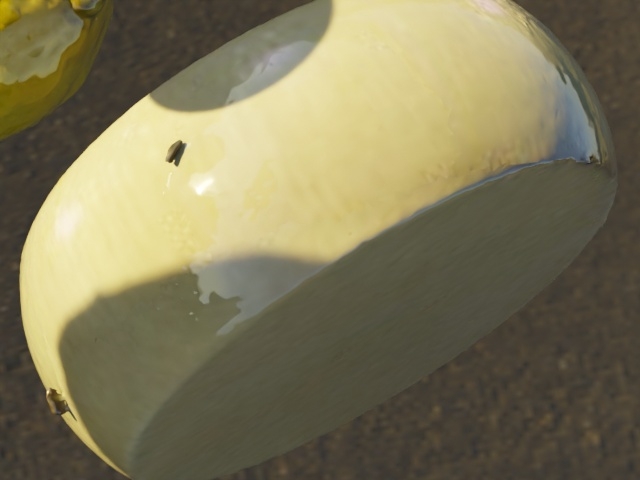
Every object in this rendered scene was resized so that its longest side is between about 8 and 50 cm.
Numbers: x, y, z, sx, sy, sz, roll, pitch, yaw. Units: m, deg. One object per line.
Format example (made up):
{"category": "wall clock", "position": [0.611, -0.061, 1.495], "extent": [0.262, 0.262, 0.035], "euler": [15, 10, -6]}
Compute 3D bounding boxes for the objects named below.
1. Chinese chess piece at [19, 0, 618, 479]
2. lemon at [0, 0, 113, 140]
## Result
{"category": "Chinese chess piece", "position": [0.000, 0.000, 0.839], "extent": [0.273, 0.273, 0.102], "euler": [-13, 64, -45]}
{"category": "lemon", "position": [-0.242, -0.161, 1.097], "extent": [0.233, 0.288, 0.233], "euler": [-25, 121, -52]}
